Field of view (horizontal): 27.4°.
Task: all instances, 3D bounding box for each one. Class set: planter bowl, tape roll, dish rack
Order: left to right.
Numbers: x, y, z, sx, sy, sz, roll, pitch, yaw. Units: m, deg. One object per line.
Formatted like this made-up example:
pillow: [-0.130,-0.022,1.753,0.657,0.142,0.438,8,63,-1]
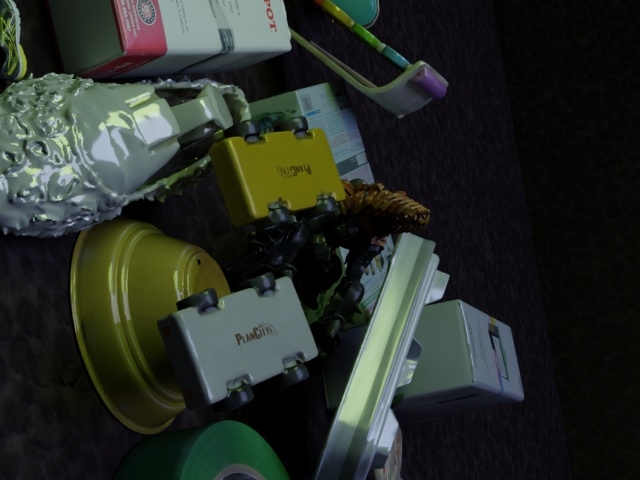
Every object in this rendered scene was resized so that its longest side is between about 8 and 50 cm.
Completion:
planter bowl: [-0.140,0.068,1.239,0.217,0.090,0.217,-14,90,-71]
tape roll: [-0.092,0.332,1.213,0.321,0.077,0.321,-14,90,-71]
dish rack: [0.063,0.170,1.476,0.285,0.072,0.333,104,8,-54]

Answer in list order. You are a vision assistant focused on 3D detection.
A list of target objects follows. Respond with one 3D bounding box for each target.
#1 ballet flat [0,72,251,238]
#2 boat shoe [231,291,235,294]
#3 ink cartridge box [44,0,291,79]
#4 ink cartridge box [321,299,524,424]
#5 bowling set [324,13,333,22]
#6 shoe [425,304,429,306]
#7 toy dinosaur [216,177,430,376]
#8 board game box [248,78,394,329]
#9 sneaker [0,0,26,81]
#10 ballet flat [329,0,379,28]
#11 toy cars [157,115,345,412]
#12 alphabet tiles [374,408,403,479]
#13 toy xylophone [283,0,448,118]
ballet flat: [-0.171,-0.102,1.205,0.409,0.147,0.147,-32,107,-69]
boat shoe: [-0.082,0.103,1.458,0.035,0.035,0.100,38,42,-60]
ink cartridge box: [-0.154,-0.255,1.298,0.237,0.100,0.172,-12,88,-50]
ink cartridge box: [0.143,0.172,1.788,0.278,0.201,0.117,27,52,-66]
bowling set: [0.066,-0.489,2.025,0.154,0.199,0.287,-131,-150,-80]
shoe: [0.141,0.064,2.097,0.076,0.058,0.219,48,23,-15]
toy dinosaur: [0.000,0.000,1.422,0.218,0.164,0.322,-55,179,-28]
board game box: [0.004,-0.047,1.716,0.224,0.097,0.303,-30,103,-69]
sneaker: [-0.274,-0.176,1.119,0.035,0.031,0.083,-34,109,-69]
ballet flat: [-0.004,-0.413,1.911,0.248,0.086,0.086,52,25,-13]
toy cars: [-0.072,0.018,1.205,0.176,0.087,0.394,48,36,-32]
alphabet tiles: [0.083,0.366,1.666,0.278,0.021,0.284,68,24,-66]
toy xylophone: [0.031,-0.273,1.789,0.322,0.081,0.236,40,7,14]
